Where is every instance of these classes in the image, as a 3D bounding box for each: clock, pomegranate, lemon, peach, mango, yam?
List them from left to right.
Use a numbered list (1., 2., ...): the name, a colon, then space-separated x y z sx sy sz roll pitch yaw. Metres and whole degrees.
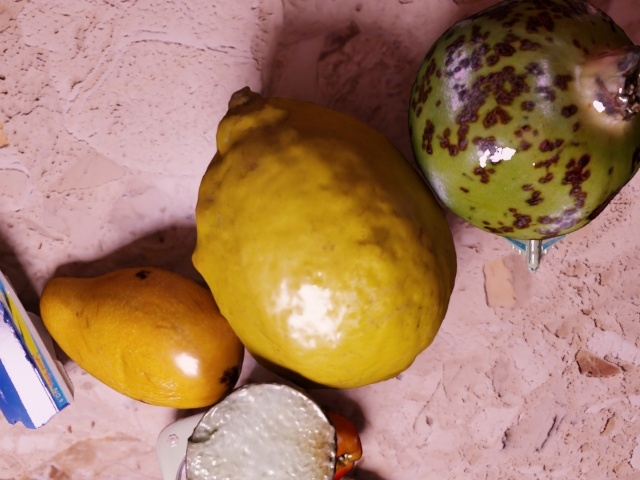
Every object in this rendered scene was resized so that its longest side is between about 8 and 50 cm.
1. mango: -0.213 0.111 0.952 0.295 0.120 0.177 12 124 36
2. clock: -0.124 0.316 1.024 0.152 0.062 0.190 -17 74 3
3. yam: -0.062 0.236 0.878 0.161 0.268 0.161 0 77 -2
4. peach: 0.000 0.269 1.036 0.101 0.100 0.100 1 110 3
5. lemon: 0.004 0.007 0.844 0.286 0.285 0.316 -14 134 8
6. pomegranate: 0.219 -0.127 0.789 0.254 0.271 0.254 1 88 -27

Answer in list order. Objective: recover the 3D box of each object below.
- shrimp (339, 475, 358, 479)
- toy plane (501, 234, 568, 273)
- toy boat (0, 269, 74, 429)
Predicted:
1. shrimp: -0.053 0.380 1.097 0.317 0.062 0.164 10 118 1
2. toy plane: 0.259 0.001 0.954 0.080 0.033 0.083 -2 117 3
3. toy boat: -0.409 0.089 0.987 0.129 0.088 0.295 -7 111 46
